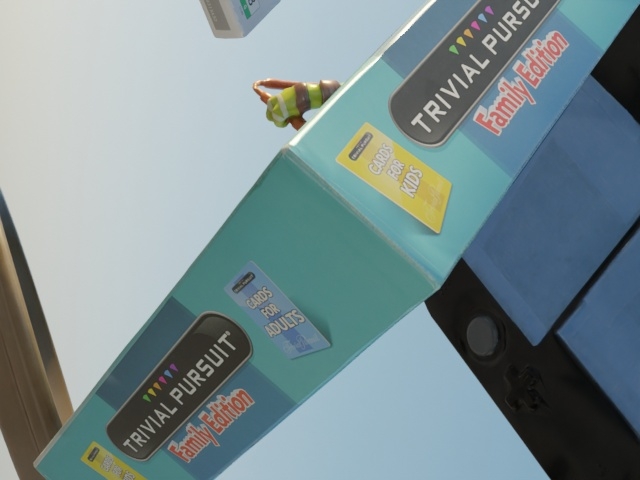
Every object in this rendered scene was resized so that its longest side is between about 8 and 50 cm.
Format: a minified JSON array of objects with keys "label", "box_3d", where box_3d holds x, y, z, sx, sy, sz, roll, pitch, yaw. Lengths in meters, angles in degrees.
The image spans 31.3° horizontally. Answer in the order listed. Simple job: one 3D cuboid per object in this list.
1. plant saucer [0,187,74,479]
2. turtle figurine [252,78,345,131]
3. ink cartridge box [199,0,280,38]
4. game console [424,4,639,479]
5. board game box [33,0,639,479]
[{"label":"plant saucer","box_3d":[-0.211,0.087,0.818,0.278,0.041,0.277,162,-90,-79]},{"label":"turtle figurine","box_3d":[0.085,-0.112,0.929,0.217,0.270,0.087,-102,-166,-56]},{"label":"ink cartridge box","box_3d":[-0.079,-0.372,1.342,0.056,0.224,0.181,10,-43,36]},{"label":"game console","box_3d":[0.257,0.017,1.013,0.386,0.060,0.342,-60,-135,33]},{"label":"board game box","box_3d":[0.000,0.000,0.604,0.254,0.079,0.336,-50,-179,-42]}]
